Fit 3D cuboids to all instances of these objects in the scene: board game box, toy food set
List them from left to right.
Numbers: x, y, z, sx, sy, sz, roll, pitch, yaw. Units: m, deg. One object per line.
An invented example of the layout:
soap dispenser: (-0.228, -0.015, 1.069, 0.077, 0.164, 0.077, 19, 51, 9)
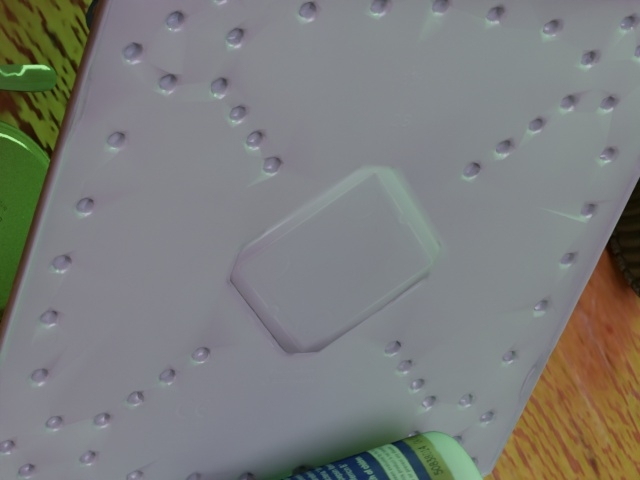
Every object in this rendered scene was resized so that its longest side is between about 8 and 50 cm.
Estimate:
toy food set: (-0.210, -0.012, 1.160, 0.132, 0.038, 0.192, -1, 89, -38)
board game box: (0.000, 0.000, 1.155, 0.390, 0.050, 0.390, 0, 127, -32)

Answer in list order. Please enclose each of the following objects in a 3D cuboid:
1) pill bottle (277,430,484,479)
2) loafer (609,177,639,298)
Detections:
pill bottle: (-0.022, 0.224, 1.193, 0.264, 0.153, 0.153, -17, 103, -11)
loafer: (0.261, -0.083, 1.389, 0.092, 0.102, 0.269, -3, 95, -24)
